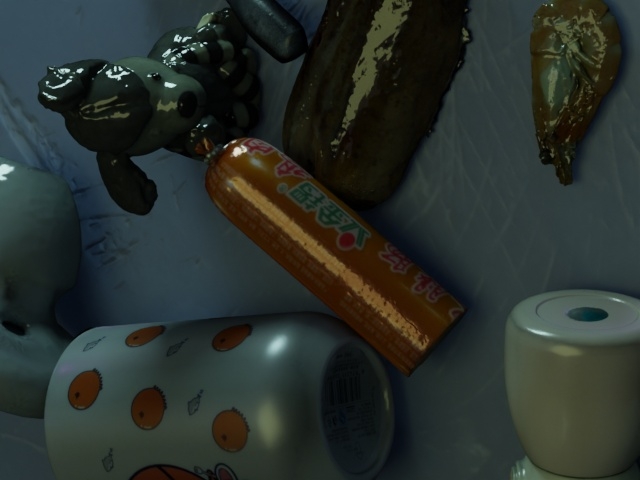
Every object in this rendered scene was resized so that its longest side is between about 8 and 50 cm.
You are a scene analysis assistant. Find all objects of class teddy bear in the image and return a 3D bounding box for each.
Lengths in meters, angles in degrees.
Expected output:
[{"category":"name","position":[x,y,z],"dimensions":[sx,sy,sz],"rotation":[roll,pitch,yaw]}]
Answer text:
[{"category":"teddy bear","position":[-0.158,-0.123,1.808],"dimensions":[0.144,0.251,0.171],"rotation":[1,113,34]}]

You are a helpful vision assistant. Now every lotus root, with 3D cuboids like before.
[{"category":"lotus root","position":[0.050,-0.185,1.744],"dimensions":[0.167,0.078,0.329],"rotation":[28,112,25]}]

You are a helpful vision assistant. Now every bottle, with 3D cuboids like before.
[{"category":"bottle","position":[0.241,0.176,1.642],"dimensions":[0.147,0.147,0.237],"rotation":[12,111,31]}]

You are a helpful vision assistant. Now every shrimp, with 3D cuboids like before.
[{"category":"shrimp","position":[0.231,-0.142,1.653],"dimensions":[0.091,0.043,0.184],"rotation":[13,104,27]}]

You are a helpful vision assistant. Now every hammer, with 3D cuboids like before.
[{"category":"hammer","position":[-0.100,-0.285,1.826],"dimensions":[0.290,0.037,0.137],"rotation":[48,119,29]}]

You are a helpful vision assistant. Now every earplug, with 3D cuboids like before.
[{"category":"earplug","position":[-0.342,0.054,1.933],"dimensions":[0.175,0.214,0.326],"rotation":[-39,46,35]}]

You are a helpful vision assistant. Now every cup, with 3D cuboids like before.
[{"category":"cup","position":[-0.095,0.179,1.816],"dimensions":[0.317,0.212,0.212],"rotation":[-8,93,32]}]

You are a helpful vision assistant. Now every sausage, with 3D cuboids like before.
[{"category":"sausage","position":[0.000,0.000,1.753],"dimensions":[0.312,0.093,0.093],"rotation":[41,118,5]}]

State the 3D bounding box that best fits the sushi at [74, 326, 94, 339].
[{"category":"sushi","position":[-0.279,0.144,2.029],"dimensions":[0.050,0.047,0.099],"rotation":[29,122,23]}]
